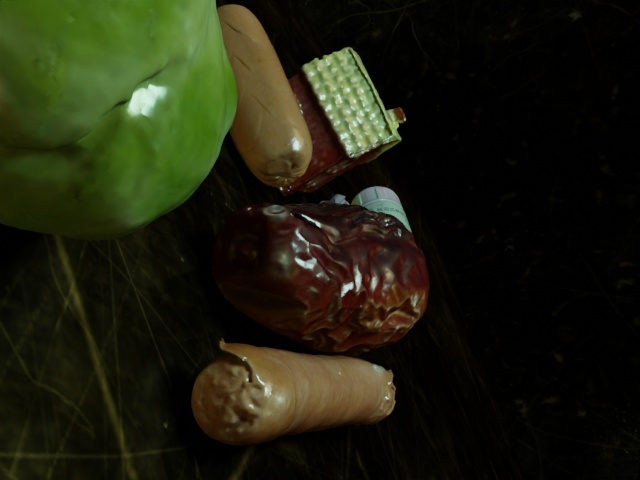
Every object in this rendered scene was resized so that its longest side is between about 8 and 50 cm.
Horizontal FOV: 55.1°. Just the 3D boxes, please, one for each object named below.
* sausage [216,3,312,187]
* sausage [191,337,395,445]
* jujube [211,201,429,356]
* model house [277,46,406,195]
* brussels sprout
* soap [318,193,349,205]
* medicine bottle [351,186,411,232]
[{"bbox_3d":[-0.105,-0.230,0.985,0.304,0.121,0.121,66,15,16],"label":"sausage"},{"bbox_3d":[-0.004,0.170,0.688,0.094,0.094,0.419,46,8,26],"label":"sausage"},{"bbox_3d":[0.008,0.044,0.778,0.342,0.216,0.216,23,42,-59],"label":"jujube"},{"bbox_3d":[0.015,-0.220,1.124,0.195,0.254,0.160,65,11,5],"label":"model house"},{"bbox_3d":[-0.175,-0.156,0.372,0.274,0.243,0.316,15,59,-67],"label":"brussels sprout"},{"bbox_3d":[0.033,-0.038,1.247,0.100,0.056,0.149,63,15,-9],"label":"soap"},{"bbox_3d":[0.144,-0.033,1.470,0.135,0.135,0.168,51,18,-39],"label":"medicine bottle"}]
